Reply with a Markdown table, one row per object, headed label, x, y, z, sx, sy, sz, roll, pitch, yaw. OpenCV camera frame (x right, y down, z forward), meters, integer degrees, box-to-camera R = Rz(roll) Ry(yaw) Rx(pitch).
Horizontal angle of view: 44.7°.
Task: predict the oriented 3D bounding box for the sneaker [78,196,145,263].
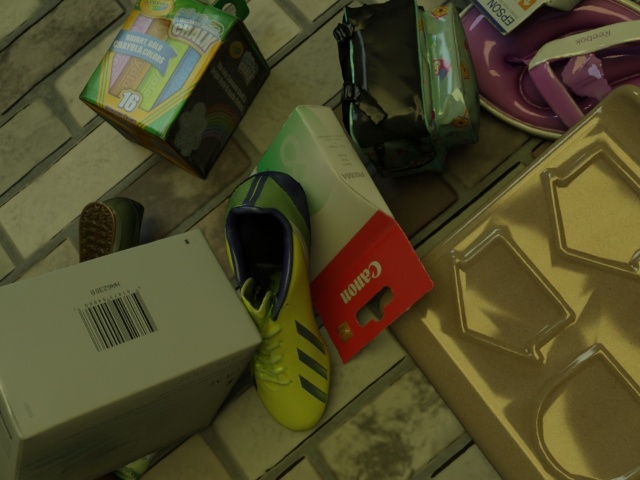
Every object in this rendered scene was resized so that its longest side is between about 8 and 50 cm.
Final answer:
| label | x | y | z | sx | sy | sz | roll | pitch | yaw |
| --- | --- | --- | --- | --- | --- | --- | --- | --- | --- |
| sneaker | -0.247 | 0.037 | 0.916 | 0.064 | 0.086 | 0.192 | 22 | 111 | 15 |

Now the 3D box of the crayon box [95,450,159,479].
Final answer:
| label | x | y | z | sx | sy | sz | roll | pitch | yaw |
| --- | --- | --- | --- | --- | --- | --- | --- | --- | --- |
| crayon box | -0.351 | 0.305 | 0.833 | 0.203 | 0.083 | 0.323 | 34 | 84 | 5 |

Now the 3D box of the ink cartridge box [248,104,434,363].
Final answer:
| label | x | y | z | sx | sy | sz | roll | pitch | yaw |
| --- | --- | --- | --- | --- | --- | --- | --- | --- | --- |
| ink cartridge box | 0.000 | 0.000 | 0.820 | 0.181 | 0.056 | 0.225 | -49 | 60 | 45 |

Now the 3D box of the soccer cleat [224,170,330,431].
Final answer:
| label | x | y | z | sx | sy | sz | roll | pitch | yaw |
| --- | --- | --- | --- | --- | --- | --- | --- | --- | --- |
| soccer cleat | -0.049 | 0.075 | 0.778 | 0.093 | 0.121 | 0.289 | 0 | 110 | 14 |

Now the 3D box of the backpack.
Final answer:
| label | x | y | z | sx | sy | sz | roll | pitch | yaw |
| --- | --- | --- | --- | --- | --- | --- | --- | --- | --- |
| backpack | 0.095 | -0.153 | 0.828 | 0.144 | 0.188 | 0.166 | -8 | 75 | 5 |

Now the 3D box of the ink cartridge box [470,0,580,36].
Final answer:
| label | x | y | z | sx | sy | sz | roll | pitch | yaw |
| --- | --- | --- | --- | --- | --- | --- | --- | --- | --- |
| ink cartridge box | 0.234 | -0.348 | 0.832 | 0.224 | 0.045 | 0.223 | -42 | 52 | 19 |

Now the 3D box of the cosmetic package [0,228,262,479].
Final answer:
| label | x | y | z | sx | sy | sz | roll | pitch | yaw |
| --- | --- | --- | --- | --- | --- | --- | --- | --- | --- |
| cosmetic package | -0.207 | 0.130 | 0.752 | 0.224 | 0.225 | 0.138 | -19 | 67 | -33 |

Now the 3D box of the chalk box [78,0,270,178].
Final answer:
| label | x | y | z | sx | sy | sz | roll | pitch | yaw |
| --- | --- | --- | --- | --- | --- | --- | --- | --- | --- |
| chalk box | -0.158 | -0.209 | 0.931 | 0.132 | 0.132 | 0.213 | 26 | 81 | 19 |

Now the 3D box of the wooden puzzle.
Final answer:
| label | x | y | z | sx | sy | sz | roll | pitch | yaw |
| --- | --- | --- | --- | --- | --- | --- | --- | --- | --- |
| wooden puzzle | 0.271 | 0.080 | 0.749 | 0.348 | 0.080 | 0.322 | -45 | 67 | 19 |

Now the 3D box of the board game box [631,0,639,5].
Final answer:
| label | x | y | z | sx | sy | sz | roll | pitch | yaw |
| --- | --- | --- | --- | --- | --- | --- | --- | --- | --- |
| board game box | 0.401 | -0.316 | 0.876 | 0.243 | 0.042 | 0.165 | -10 | 72 | 10 |

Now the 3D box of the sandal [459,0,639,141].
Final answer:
| label | x | y | z | sx | sy | sz | roll | pitch | yaw |
| --- | --- | --- | --- | --- | --- | --- | --- | --- | --- |
| sandal | 0.318 | -0.156 | 0.795 | 0.416 | 0.102 | 0.169 | 28 | 105 | 18 |
